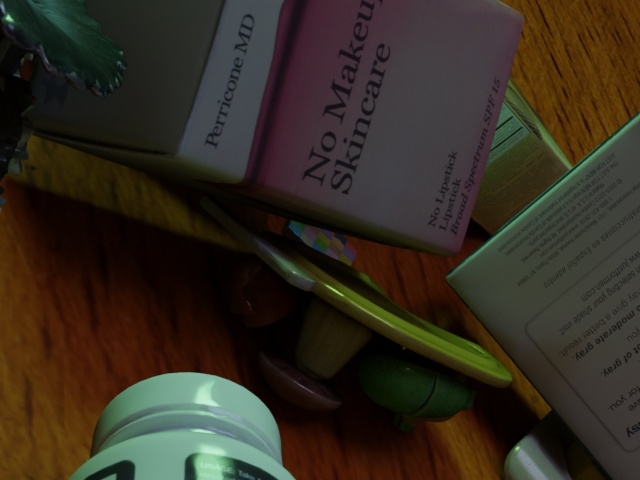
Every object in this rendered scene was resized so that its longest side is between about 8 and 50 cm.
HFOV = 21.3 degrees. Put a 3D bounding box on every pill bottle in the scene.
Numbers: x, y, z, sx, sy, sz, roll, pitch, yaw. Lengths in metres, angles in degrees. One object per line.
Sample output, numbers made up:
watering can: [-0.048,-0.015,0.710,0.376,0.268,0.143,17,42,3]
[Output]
pill bottle: [-0.052,0.140,0.636,0.108,0.108,0.193,36,26,-24]

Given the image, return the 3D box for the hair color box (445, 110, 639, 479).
hair color box: [0.260,0.096,1.061,0.347,0.174,0.105,51,18,6]

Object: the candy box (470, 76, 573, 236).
candy box: [0.069,-0.125,1.189,0.183,0.087,0.316,58,11,23]

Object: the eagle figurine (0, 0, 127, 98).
eagle figurine: [-0.185,-0.186,0.731,0.225,0.226,0.298,44,46,-42]

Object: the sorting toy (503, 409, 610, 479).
sorting toy: [0.216,0.184,1.110,0.193,0.038,0.208,51,24,8]

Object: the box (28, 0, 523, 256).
box: [-0.019,-0.092,0.904,0.127,0.148,0.232,14,-2,41]

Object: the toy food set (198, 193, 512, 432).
toy food set: [0.009,0.057,0.936,0.218,0.071,0.128,27,7,-43]

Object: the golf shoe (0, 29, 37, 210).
golf shoe: [-0.190,-0.059,0.755,0.120,0.105,0.273,19,28,-18]

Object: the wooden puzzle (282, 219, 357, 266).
wooden puzzle: [0.000,0.000,1.067,0.083,0.006,0.049,44,24,-8]
